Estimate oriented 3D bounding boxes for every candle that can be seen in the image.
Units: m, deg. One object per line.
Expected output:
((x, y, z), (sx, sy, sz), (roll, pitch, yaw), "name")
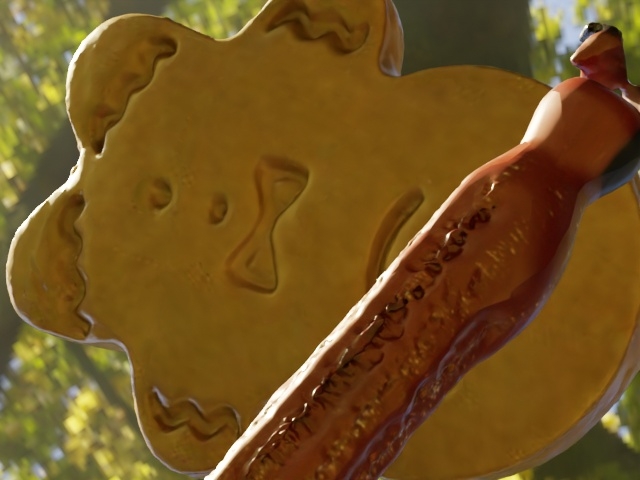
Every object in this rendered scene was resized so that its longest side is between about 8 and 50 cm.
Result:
((0.022, 0.046, 0.667), (0.329, 0.048, 0.051), (-48, -158, -24), "candle")

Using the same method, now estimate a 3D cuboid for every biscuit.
((-0.001, -0.001, 1.007), (0.355, 0.052, 0.275), (20, -92, 28), "biscuit")
